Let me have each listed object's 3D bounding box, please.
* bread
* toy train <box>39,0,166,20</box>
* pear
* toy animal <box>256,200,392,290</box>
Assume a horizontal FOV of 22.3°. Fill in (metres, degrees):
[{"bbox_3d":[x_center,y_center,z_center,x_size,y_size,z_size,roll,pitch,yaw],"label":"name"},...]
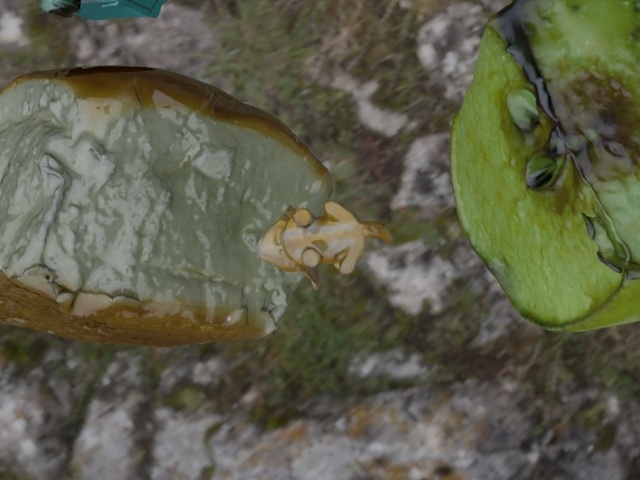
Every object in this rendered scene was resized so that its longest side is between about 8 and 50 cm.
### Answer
[{"bbox_3d":[-0.151,-0.025,1.323,0.250,0.279,0.224,-4,72,54],"label":"bread"},{"bbox_3d":[-0.203,-0.292,1.488,0.107,0.154,0.197,2,81,36],"label":"toy train"},{"bbox_3d":[0.209,-0.031,1.202,0.255,0.164,0.238,107,144,-59],"label":"pear"},{"bbox_3d":[0.000,0.000,1.061,0.083,0.081,0.060,146,110,-78],"label":"toy animal"}]
